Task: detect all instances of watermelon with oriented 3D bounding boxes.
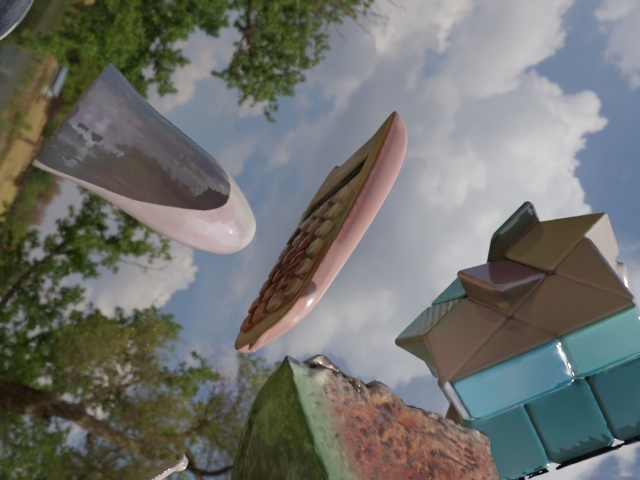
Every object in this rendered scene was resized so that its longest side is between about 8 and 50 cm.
[{"bbox_3d":[0.062,0.234,0.496,0.193,0.310,0.232,-54,168,2],"label":"watermelon"}]

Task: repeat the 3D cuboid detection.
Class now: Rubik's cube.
[{"bbox_3d":[0.319,0.165,1.030,0.387,0.358,0.368,-23,-150,12],"label":"Rubik's cube"}]

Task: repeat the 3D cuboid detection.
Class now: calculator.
[{"bbox_3d":[0.000,0.000,0.788,0.220,0.048,0.330,-36,-161,54],"label":"calculator"}]

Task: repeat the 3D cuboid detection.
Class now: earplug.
[{"bbox_3d":[-0.219,-0.083,0.937,0.172,0.301,0.172,-44,-159,22],"label":"earplug"}]

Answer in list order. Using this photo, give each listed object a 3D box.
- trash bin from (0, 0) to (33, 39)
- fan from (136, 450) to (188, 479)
[{"bbox_3d":[-0.674,-0.503,1.087,0.280,0.432,0.280,-55,178,-3],"label":"trash bin"},{"bbox_3d":[-0.290,0.356,0.850,0.282,0.023,0.057,-28,-145,-25],"label":"fan"}]
